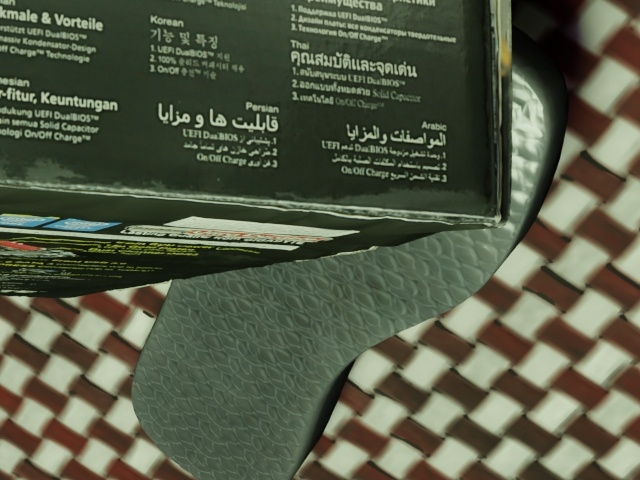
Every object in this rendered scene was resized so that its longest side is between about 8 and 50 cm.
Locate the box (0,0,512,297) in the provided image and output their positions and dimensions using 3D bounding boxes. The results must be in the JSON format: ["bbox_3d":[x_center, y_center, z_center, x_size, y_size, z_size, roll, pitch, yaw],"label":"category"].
[{"bbox_3d":[-0.157,-0.036,0.421,0.322,0.079,0.257,4,171,-29],"label":"box"}]

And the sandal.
[{"bbox_3d":[-0.001,0.000,0.588,0.097,0.054,0.254,38,140,0],"label":"sandal"}]
